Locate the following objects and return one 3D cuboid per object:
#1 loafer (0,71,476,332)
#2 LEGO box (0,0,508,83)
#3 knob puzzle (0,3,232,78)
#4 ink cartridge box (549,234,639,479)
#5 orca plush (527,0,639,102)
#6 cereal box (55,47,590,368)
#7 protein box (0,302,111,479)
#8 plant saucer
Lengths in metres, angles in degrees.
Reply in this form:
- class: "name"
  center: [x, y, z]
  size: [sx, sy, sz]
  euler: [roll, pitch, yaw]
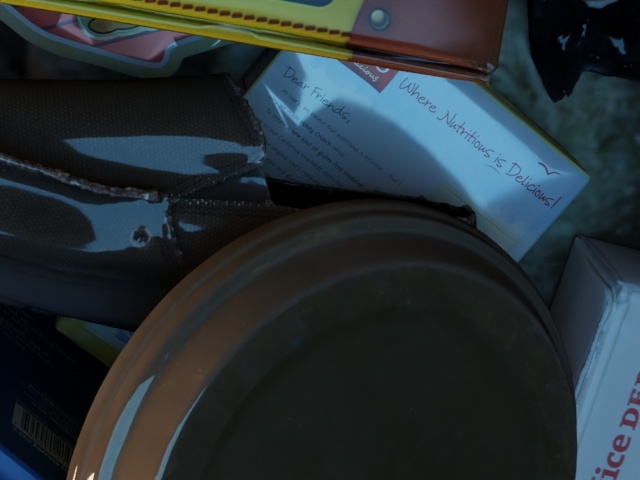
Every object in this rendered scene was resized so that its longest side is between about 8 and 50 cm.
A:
- class: "loafer"
  center: [-0.084, -0.028, 0.827]
  size: [0.366, 0.134, 0.130]
  euler: [21, 99, -20]
- class: "LEGO box"
  center: [-0.153, -0.287, 0.699]
  size: [0.500, 0.193, 0.372]
  euler: [9, 96, -10]
- class: "knob puzzle"
  center: [-0.102, -0.170, 0.845]
  size: [0.213, 0.030, 0.213]
  euler: [0, 100, 2]
- class: "ink cartridge box"
  center: [0.224, 0.103, 0.962]
  size: [0.218, 0.092, 0.158]
  euler: [13, 107, -13]
- class: "orca plush"
  center: [0.248, -0.140, 0.876]
  size: [0.287, 0.102, 0.151]
  euler: [-7, 109, -4]
- class: "cereal box"
  center: [0.000, 0.000, 0.923]
  size: [0.173, 0.047, 0.240]
  euler: [38, 100, -14]
- class: "protein box"
  center: [-0.168, 0.126, 0.866]
  size: [0.200, 0.201, 0.136]
  euler: [42, 99, -17]
- class: "plant saucer"
  center: [0.015, 0.120, 0.790]
  size: [0.278, 0.041, 0.277]
  euler: [-10, 109, -31]
